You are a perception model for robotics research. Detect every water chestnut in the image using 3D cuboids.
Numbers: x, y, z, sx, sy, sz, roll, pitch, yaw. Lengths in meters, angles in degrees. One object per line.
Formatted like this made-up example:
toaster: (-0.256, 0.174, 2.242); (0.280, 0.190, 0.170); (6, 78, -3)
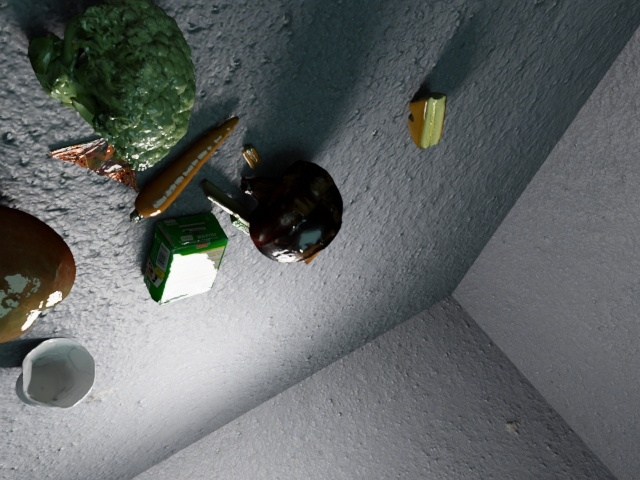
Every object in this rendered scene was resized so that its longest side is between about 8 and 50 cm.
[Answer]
water chestnut: (-0.084, -0.089, 1.255); (0.300, 0.300, 0.300); (-29, 151, -18)

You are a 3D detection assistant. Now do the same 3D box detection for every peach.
peach: (-0.592, 0.056, 0.849); (0.252, 0.252, 0.252); (-29, 151, -18)

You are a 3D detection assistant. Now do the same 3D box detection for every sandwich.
sandwich: (0.323, -0.380, 1.443); (0.090, 0.088, 0.244); (-26, 155, -6)

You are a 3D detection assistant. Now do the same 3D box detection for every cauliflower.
cauliflower: (-0.325, -0.246, 0.737); (0.250, 0.272, 0.275); (9, 118, -16)

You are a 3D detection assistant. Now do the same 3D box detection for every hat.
hat: (-0.722, 0.370, 1.258); (0.126, 0.203, 0.203); (-31, 158, 28)

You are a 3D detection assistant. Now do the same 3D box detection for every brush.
brush: (-0.236, -0.079, 1.262); (0.048, 0.054, 0.282); (-23, 155, 12)

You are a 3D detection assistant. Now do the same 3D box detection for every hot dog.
hot dog: (-0.172, -0.209, 1.172); (0.037, 0.021, 0.083); (-25, 153, -3)

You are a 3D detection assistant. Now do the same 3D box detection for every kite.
kite: (-0.416, -0.174, 0.944); (0.125, 0.008, 0.222); (-44, 152, 10)

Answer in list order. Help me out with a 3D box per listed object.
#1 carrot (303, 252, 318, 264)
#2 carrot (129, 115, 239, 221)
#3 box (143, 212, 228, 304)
carrot: (0.000, 0.000, 1.650); (0.205, 0.072, 0.072); (-41, 153, 0)
carrot: (-0.303, -0.157, 1.049); (0.336, 0.069, 0.069); (-43, 153, 3)
box: (-0.361, 0.051, 1.254); (0.180, 0.103, 0.250); (-13, 145, -40)
